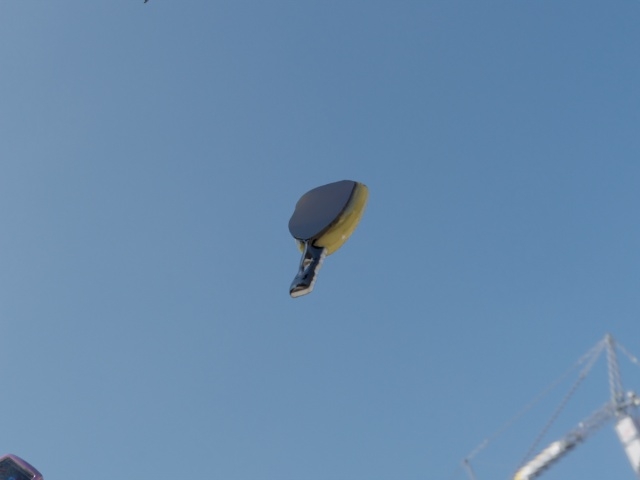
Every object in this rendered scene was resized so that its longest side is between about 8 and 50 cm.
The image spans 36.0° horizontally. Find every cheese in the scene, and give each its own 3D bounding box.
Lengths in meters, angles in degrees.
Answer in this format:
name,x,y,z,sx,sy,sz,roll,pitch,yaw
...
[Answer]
name,x,y,z,sx,sy,sz,roll,pitch,yaw
cheese,0.000,-0.001,1.039,0.086,0.162,0.036,-14,-56,29

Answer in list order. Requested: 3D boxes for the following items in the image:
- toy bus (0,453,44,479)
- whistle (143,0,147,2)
name,x,y,z,sx,sy,sz,roll,pitch,yaw
toy bus,-0.206,0.196,0.662,0.037,0.052,0.131,29,-42,20
whistle,-0.100,-0.321,1.018,0.269,0.093,0.180,-17,-7,3
